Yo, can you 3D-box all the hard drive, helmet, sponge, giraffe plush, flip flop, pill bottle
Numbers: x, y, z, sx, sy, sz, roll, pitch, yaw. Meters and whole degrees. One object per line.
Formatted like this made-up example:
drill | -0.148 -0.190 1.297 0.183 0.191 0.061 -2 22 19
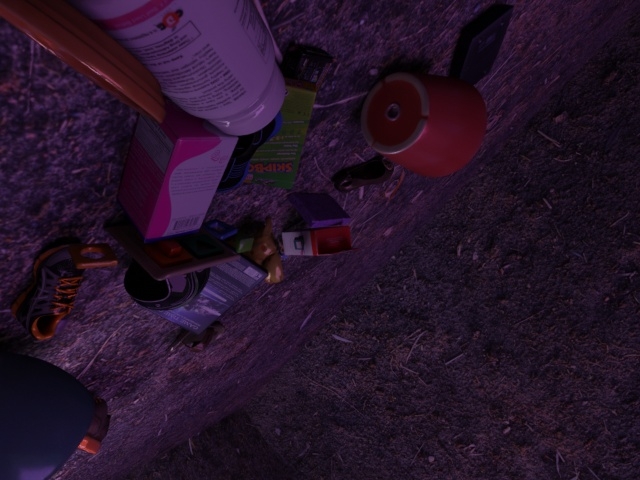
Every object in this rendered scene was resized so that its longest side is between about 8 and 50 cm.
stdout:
hard drive | 0.461 -0.551 1.193 0.172 0.054 0.254 -39 161 -5
helmet | -0.322 0.067 0.862 0.170 0.170 0.161 -12 129 -55
sponge | 0.001 -0.092 1.208 0.031 0.117 0.210 -50 159 26
giraffe plush | -0.201 0.042 1.081 0.171 0.181 0.210 -14 164 -14
flip flop | -0.417 0.347 1.416 0.112 0.080 0.277 -45 161 8
pill bottle | -0.152 -0.251 0.493 0.160 0.160 0.283 -43 161 3

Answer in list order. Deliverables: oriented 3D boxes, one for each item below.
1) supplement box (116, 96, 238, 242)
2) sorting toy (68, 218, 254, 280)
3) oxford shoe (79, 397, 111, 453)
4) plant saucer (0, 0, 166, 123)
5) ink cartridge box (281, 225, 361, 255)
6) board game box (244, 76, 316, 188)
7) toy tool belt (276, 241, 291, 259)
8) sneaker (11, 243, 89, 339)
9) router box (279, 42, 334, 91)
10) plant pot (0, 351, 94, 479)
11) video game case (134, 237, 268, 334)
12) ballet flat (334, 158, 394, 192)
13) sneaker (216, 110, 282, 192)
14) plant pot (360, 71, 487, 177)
supplement box | -0.246 -0.116 0.682 0.111 0.114 0.220 -17 151 -49
sorting toy | -0.277 -0.004 0.770 0.348 0.196 0.047 -16 130 -52
oxford shoe | -0.717 0.508 1.187 0.363 0.130 0.132 102 7 -50
plant saucer | -0.240 -0.193 0.403 0.037 0.200 0.200 -57 161 -1
ink cartridge box | 0.000 0.000 1.242 0.134 0.077 0.231 -10 -175 -37
board game box | -0.095 -0.203 0.801 0.124 0.039 0.259 8 142 -10
toy tool belt | -0.126 0.040 1.355 0.051 0.052 0.083 -50 161 -3
sneaker | -0.477 0.092 0.737 0.214 0.083 0.084 -50 158 20
router box | -0.040 -0.308 0.776 0.092 0.038 0.122 -18 150 -48
plant pot | -0.617 0.323 0.751 0.290 0.290 0.195 -32 123 -27
video game case | -0.297 0.116 1.015 0.274 0.026 0.196 -40 124 16
ballet flat | 0.149 -0.217 1.292 0.250 0.084 0.058 -23 155 -31
sneaker | -0.165 -0.161 0.739 0.232 0.081 0.090 -42 176 38
plant pot | 0.253 -0.308 1.051 0.243 0.274 0.274 -3 139 -47
